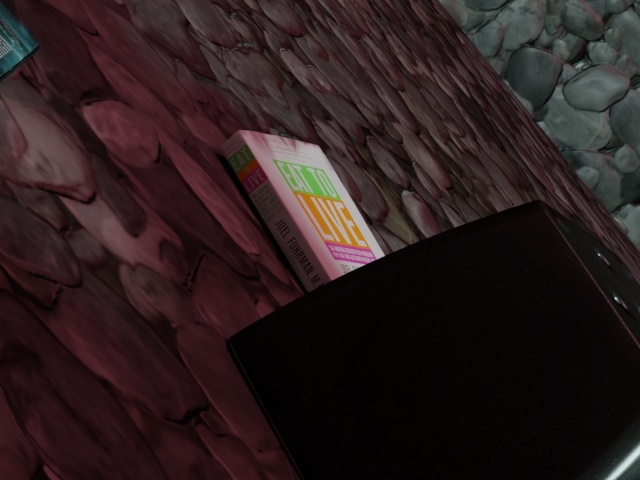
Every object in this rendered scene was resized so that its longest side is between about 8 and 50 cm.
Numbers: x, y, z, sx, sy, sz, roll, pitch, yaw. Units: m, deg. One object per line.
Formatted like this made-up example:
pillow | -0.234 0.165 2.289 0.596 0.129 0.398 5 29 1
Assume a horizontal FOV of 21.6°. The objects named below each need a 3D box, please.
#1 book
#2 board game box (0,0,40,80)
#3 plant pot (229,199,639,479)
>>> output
book | 0.000 0.000 1.041 0.144 0.035 0.096 58 20 20
board game box | -0.209 -0.137 0.743 0.186 0.026 0.126 49 15 -10
plant pot | 0.100 0.090 0.844 0.188 0.167 0.187 28 27 -59
